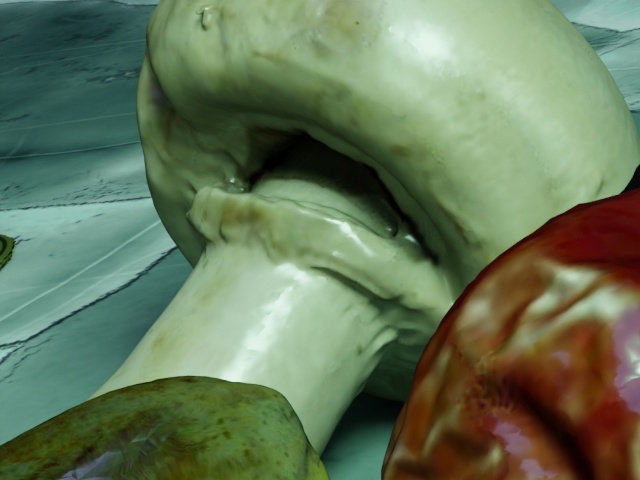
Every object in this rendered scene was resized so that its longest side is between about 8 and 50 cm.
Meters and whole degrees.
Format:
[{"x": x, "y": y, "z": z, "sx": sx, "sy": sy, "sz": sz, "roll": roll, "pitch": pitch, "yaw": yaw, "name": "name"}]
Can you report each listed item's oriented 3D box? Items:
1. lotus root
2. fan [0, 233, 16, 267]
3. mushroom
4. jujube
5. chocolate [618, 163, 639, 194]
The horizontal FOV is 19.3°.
[{"x": -0.096, "y": 0.139, "z": 0.747, "sx": 0.241, "sy": 0.123, "sz": 0.124, "roll": -31, "pitch": 47, "yaw": -34, "name": "lotus root"}, {"x": -0.341, "y": 0.043, "z": 1.376, "sx": 0.230, "sy": 0.011, "sz": 0.335, "roll": -11, "pitch": 18, "yaw": 3, "name": "fan"}, {"x": 0.000, "y": 0.000, "z": 0.924, "sx": 0.292, "sy": 0.292, "sz": 0.290, "roll": 7, "pitch": 44, "yaw": 45, "name": "mushroom"}, {"x": 0.121, "y": 0.103, "z": 0.555, "sx": 0.213, "sy": 0.232, "sz": 0.213, "roll": -9, "pitch": 17, "yaw": 3, "name": "jujube"}, {"x": 0.225, "y": 0.040, "z": 0.756, "sx": 0.224, "sy": 0.177, "sz": 0.206, "roll": -22, "pitch": 27, "yaw": 41, "name": "chocolate"}]
